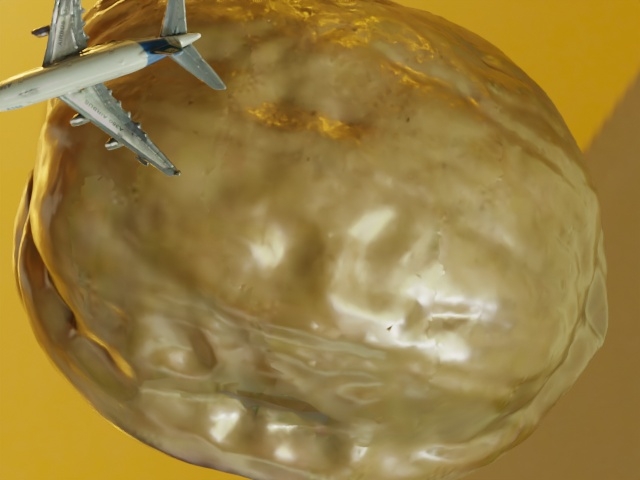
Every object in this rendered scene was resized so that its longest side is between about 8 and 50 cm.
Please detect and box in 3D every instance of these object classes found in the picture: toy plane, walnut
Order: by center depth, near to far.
[{"bbox_3d":[-0.068,-0.051,0.583,0.084,0.024,0.078,-11,-70,34],"label":"toy plane"},{"bbox_3d":[0.001,-0.003,1.108,0.306,0.344,0.306,-158,-90,-85],"label":"walnut"}]
